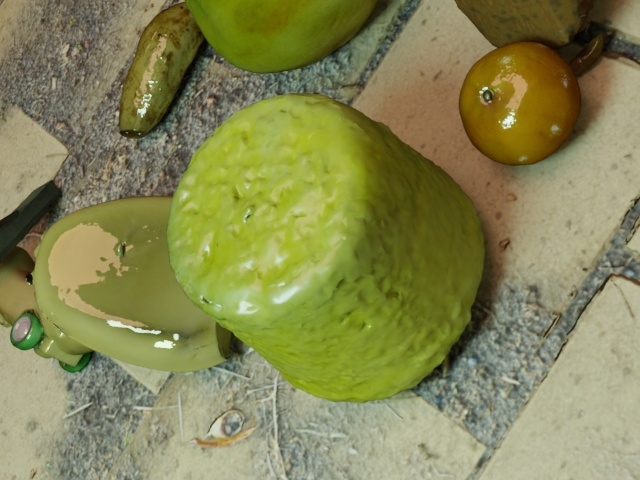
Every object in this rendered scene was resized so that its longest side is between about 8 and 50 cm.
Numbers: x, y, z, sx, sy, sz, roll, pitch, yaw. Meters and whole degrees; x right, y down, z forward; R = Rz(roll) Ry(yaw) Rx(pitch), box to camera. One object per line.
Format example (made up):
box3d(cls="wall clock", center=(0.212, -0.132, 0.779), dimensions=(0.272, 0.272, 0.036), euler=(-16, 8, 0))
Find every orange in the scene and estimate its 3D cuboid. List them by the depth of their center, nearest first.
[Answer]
box3d(cls="orange", center=(0.244, -0.171, 1.378), dimensions=(0.156, 0.124, 0.156), euler=(-16, 68, 44))

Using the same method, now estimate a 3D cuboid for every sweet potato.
box3d(cls="sweet potato", center=(0.326, -0.221, 1.416), dimensions=(0.115, 0.026, 0.026), euler=(-44, 50, 18))

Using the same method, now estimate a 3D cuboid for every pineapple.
box3d(cls="pineapple", center=(0.302, -0.423, 1.435), dimensions=(0.202, 0.202, 0.362), euler=(10, 63, 39))

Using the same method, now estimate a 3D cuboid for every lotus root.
box3d(cls="lotus root", center=(-0.266, -0.289, 1.832), dimensions=(0.258, 0.097, 0.110), euler=(-65, 18, -7))

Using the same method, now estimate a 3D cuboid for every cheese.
box3d(cls="cheese", center=(-0.264, 0.050, 1.581), dimensions=(0.316, 0.128, 0.259), euler=(8, 61, 9))

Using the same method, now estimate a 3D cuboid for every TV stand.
box3d(cls="TV stand", center=(-0.508, -0.022, 1.828), dimensions=(0.049, 0.040, 0.256), euler=(-26, 20, 27))

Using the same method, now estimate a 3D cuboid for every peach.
box3d(cls="peach", center=(-0.058, -0.400, 1.600), dimensions=(0.316, 0.314, 0.281), euler=(-13, 38, 13))

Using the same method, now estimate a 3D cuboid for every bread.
box3d(cls="bread", center=(0.000, 0.000, 1.360), dimensions=(0.348, 0.308, 0.348), euler=(-18, 55, 28))

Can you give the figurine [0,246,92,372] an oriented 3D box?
box3d(cls="figurine", center=(-0.417, 0.068, 1.758), dimensions=(0.324, 0.124, 0.222), euler=(28, 86, 45))
